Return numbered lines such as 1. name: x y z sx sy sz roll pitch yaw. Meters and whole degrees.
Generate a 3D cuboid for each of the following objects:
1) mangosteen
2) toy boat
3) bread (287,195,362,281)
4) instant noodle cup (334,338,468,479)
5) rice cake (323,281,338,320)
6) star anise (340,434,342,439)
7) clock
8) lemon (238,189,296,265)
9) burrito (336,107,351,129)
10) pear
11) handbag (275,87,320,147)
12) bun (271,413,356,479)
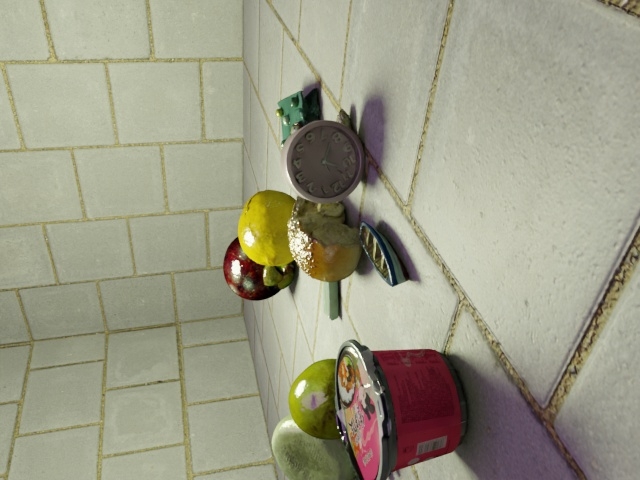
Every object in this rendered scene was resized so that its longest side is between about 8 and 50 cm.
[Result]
1. mangosteen: -0.246 0.109 2.286 0.300 0.300 0.301 175 90 -76
2. toy boat: 0.136 0.031 1.229 0.229 0.045 0.080 -119 28 -56
3. bread: -0.001 0.002 1.508 0.314 0.171 0.192 -113 26 -52
4. instant noodle cup: 0.147 0.298 1.011 0.302 0.181 0.259 145 120 -73
5. rice cake: 0.028 0.123 1.689 0.080 0.042 0.222 -128 34 -72
6. star anise: 0.122 0.518 1.380 0.167 0.057 0.168 28 144 23
7. clock: 0.006 -0.189 1.353 0.068 0.196 0.197 -148 54 -71
8. lemon: -0.166 -0.049 1.982 0.254 0.253 0.311 103 163 -51
9. burrito: 0.060 -0.241 1.427 0.058 0.044 0.189 -167 74 -67
10. pear: 0.024 0.419 1.488 0.269 0.212 0.213 113 148 -59
11. handbag: -0.075 -0.335 1.805 0.274 0.100 0.269 -155 62 -74
12. bun: 0.000 0.615 1.678 0.283 0.179 0.284 13 115 29
